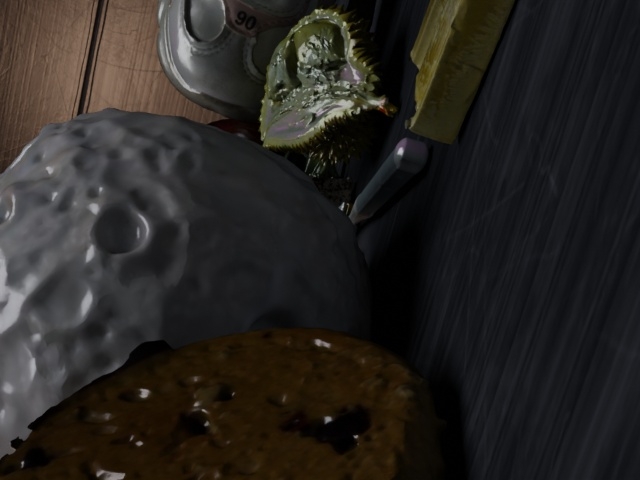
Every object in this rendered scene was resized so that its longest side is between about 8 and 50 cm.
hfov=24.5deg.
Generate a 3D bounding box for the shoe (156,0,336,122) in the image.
[{"bbox_3d":[-0.050,-0.298,1.461,0.198,0.172,0.351,134,153,-68],"label":"shoe"}]

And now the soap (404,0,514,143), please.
[{"bbox_3d":[0.104,-0.180,0.909,0.252,0.037,0.092,110,169,-45],"label":"soap"}]

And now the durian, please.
[{"bbox_3d":[0.022,-0.140,1.343,0.208,0.102,0.146,21,102,60],"label":"durian"}]

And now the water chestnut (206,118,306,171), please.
[{"bbox_3d":[-0.143,-0.016,1.710,0.300,0.300,0.300,-168,90,-84],"label":"water chestnut"}]

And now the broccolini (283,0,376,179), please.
[{"bbox_3d":[0.019,-0.153,1.521,0.074,0.079,0.392,29,111,40],"label":"broccolini"}]

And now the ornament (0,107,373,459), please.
[{"bbox_3d":[-0.125,0.077,1.095,0.337,0.337,0.337,-168,90,-84],"label":"ornament"}]

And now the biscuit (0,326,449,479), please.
[{"bbox_3d":[-0.062,0.147,0.809,0.296,0.296,0.075,-90,-16,-62],"label":"biscuit"}]

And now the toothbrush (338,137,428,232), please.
[{"bbox_3d":[0.044,-0.037,1.220,0.342,0.025,0.030,135,149,-79],"label":"toothbrush"}]

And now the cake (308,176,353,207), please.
[{"bbox_3d":[0.000,0.000,1.410,0.051,0.055,0.140,121,160,-53],"label":"cake"}]
